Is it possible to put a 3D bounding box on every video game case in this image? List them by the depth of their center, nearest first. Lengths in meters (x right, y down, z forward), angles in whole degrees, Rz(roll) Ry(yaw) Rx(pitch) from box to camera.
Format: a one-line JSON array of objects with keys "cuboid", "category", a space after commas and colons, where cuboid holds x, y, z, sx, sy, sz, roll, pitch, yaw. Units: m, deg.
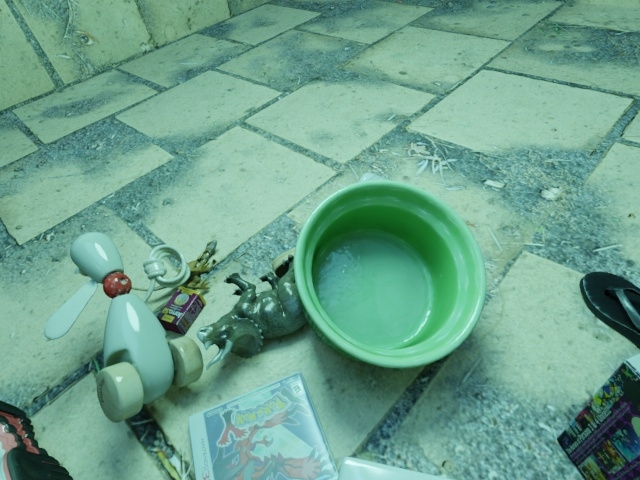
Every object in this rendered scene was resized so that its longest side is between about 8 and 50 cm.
[{"cuboid": [0.385, 0.269, 0.441, 0.042, 0.232, 0.210, -19, 45, -12], "category": "video game case"}, {"cuboid": [-0.094, 0.320, 0.624, 0.201, 0.023, 0.183, -20, 46, -10], "category": "video game case"}]

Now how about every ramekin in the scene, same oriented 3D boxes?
[{"cuboid": [0.102, 0.065, 0.686, 0.303, 0.148, 0.303, 2, 68, -6], "category": "ramekin"}]

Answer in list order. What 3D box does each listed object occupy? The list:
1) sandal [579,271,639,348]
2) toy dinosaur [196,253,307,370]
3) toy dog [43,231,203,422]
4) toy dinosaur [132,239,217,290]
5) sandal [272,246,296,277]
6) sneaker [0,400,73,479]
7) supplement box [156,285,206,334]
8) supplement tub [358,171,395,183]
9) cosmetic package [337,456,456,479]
[{"cuboid": [0.548, 0.138, 0.665, 0.097, 0.054, 0.254, -19, 45, -8], "category": "sandal"}, {"cuboid": [-0.086, 0.126, 0.774, 0.313, 0.121, 0.160, -17, 61, -22], "category": "toy dinosaur"}, {"cuboid": [-0.346, 0.159, 0.705, 0.161, 0.220, 0.333, -45, 49, 29], "category": "toy dog"}, {"cuboid": [-0.295, 0.076, 0.889, 0.112, 0.064, 0.211, 8, 35, 42], "category": "toy dinosaur"}, {"cuboid": [-0.001, -0.004, 0.883, 0.240, 0.088, 0.079, -24, 52, -7], "category": "sandal"}, {"cuboid": [-0.490, 0.369, 0.606, 0.314, 0.116, 0.136, 21, 63, 36], "category": "sneaker"}, {"cuboid": [-0.282, 0.141, 0.820, 0.055, 0.043, 0.083, 11, 50, 19], "category": "supplement box"}, {"cuboid": [0.150, -0.117, 0.980, 0.107, 0.071, 0.071, 29, 57, 32], "category": "supplement tub"}, {"cuboid": [0.088, 0.449, 0.306, 0.230, 0.161, 0.453, 7, 47, 11], "category": "cosmetic package"}]
